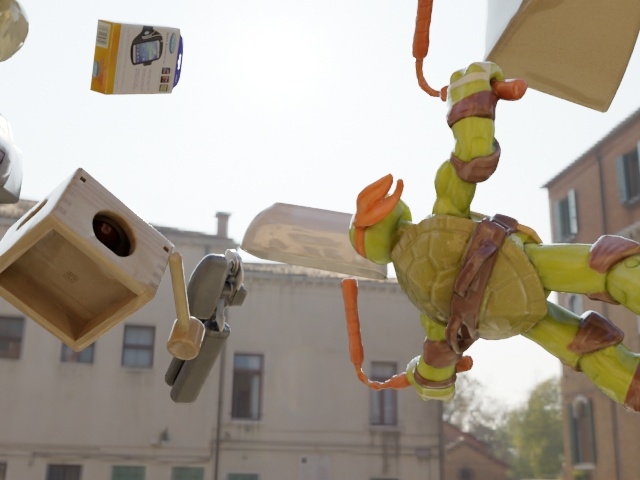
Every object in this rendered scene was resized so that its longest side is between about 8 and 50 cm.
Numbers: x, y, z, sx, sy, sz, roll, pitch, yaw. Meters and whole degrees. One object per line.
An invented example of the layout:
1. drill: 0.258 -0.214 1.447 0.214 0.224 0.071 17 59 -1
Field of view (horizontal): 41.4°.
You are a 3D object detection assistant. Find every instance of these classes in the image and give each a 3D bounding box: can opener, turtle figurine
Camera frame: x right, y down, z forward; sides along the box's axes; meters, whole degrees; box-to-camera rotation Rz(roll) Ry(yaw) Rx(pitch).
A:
1. can opener: -0.193 0.132 1.298 0.095 0.076 0.283 9 -58 -33
2. turtle figurine: 0.099 0.008 0.445 0.217 0.270 0.087 19 31 22

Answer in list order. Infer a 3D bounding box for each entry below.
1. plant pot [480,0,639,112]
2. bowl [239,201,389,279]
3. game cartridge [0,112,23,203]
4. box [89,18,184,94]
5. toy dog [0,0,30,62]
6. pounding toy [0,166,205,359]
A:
1. plant pot: 0.197 -0.184 0.663 0.109 0.109 0.096 17 -42 -5
2. bowl: 0.000 0.000 0.819 0.142 0.053 0.142 9 -4 7
3. game cartridge: -0.325 -0.081 0.484 0.230 0.068 0.355 -4 -9 -5
4. box: -0.210 -0.213 0.991 0.028 0.081 0.136 18 17 23
5. toy dog: -0.375 -0.328 0.727 0.407 0.395 0.284 -19 -5 3
6. pounding toy: -0.194 0.030 0.850 0.181 0.094 0.206 -34 -64 29
